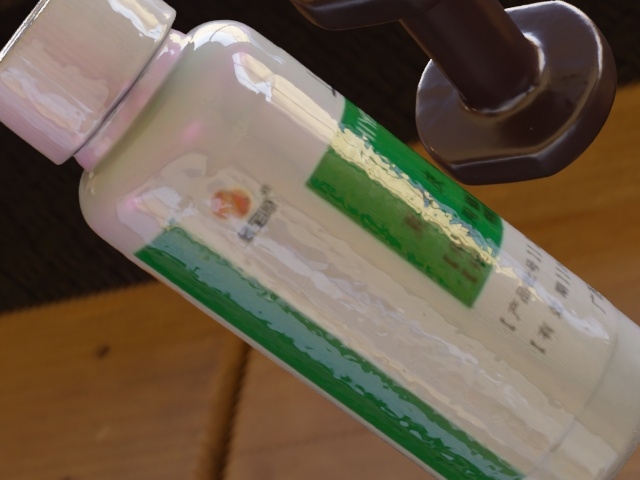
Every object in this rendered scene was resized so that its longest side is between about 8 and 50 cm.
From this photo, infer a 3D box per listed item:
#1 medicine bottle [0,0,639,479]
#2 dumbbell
[{"bbox_3d":[0.000,0.000,0.706,0.095,0.260,0.095,-49,15,18],"label":"medicine bottle"},{"bbox_3d":[0.080,-0.138,1.211,0.140,0.225,0.124,-7,57,30],"label":"dumbbell"}]
